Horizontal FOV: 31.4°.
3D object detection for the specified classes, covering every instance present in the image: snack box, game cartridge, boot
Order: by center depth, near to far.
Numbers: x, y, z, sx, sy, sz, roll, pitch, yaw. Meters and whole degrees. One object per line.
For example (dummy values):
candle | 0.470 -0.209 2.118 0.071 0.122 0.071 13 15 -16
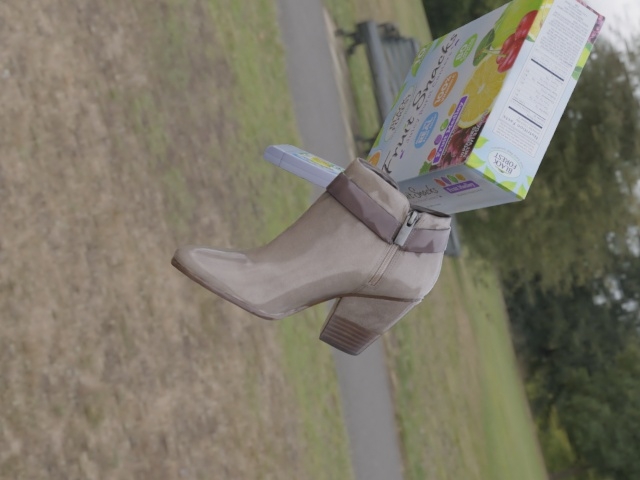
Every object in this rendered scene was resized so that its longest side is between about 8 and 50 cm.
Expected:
boot | 0.000 0.000 0.542 0.118 0.087 0.042 25 15 -15
snack box | 0.074 -0.064 0.577 0.037 0.100 0.141 31 -13 -16
game cartridge | -0.003 -0.057 0.922 0.017 0.083 0.056 -68 169 15
